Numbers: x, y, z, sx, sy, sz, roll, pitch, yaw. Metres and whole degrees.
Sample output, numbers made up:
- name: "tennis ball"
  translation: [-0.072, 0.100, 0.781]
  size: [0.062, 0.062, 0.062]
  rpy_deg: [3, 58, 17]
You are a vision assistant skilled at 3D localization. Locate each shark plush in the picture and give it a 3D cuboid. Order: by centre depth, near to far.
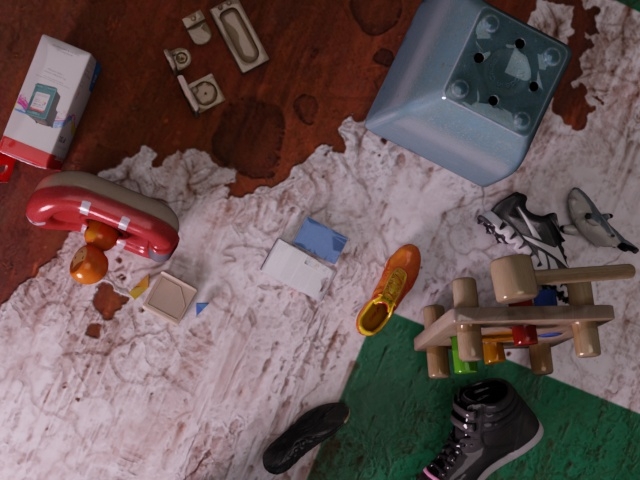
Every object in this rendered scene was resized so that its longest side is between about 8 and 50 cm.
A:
- name: "shark plush"
  translation: [0.497, -0.028, 1.442]
  size: [0.161, 0.073, 0.067]
  rpy_deg: [27, 59, -3]

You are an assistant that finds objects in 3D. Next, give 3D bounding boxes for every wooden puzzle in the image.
- name: "wooden puzzle"
  translation: [-0.249, 0.094, 1.367]
  size: [0.116, 0.014, 0.078]
  rpy_deg: [36, 92, -8]

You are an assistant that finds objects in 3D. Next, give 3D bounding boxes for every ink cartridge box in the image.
- name: "ink cartridge box"
  translation: [-0.419, -0.184, 1.269]
  size: [0.078, 0.134, 0.231]
  rpy_deg: [21, 90, -9]
- name: "ink cartridge box"
  translation: [-0.036, 0.049, 1.385]
  size: [0.115, 0.029, 0.063]
  rpy_deg: [29, 88, -9]

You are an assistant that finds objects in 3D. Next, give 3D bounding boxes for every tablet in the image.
- name: "tablet"
  translation: [0.000, 0.000, 1.398]
  size: [0.083, 0.006, 0.054]
  rpy_deg: [28, 89, -9]

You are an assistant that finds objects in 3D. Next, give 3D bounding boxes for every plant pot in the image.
- name: "plant pot"
  translation: [0.249, -0.243, 1.297]
  size: [0.247, 0.252, 0.248]
  rpy_deg: [25, 90, -9]

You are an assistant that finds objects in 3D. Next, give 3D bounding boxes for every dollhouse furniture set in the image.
- name: "dollhouse furniture set"
  translation: [-0.164, -0.296, 1.303]
  size: [0.151, 0.123, 0.144]
  rpy_deg: [-28, 96, -5]

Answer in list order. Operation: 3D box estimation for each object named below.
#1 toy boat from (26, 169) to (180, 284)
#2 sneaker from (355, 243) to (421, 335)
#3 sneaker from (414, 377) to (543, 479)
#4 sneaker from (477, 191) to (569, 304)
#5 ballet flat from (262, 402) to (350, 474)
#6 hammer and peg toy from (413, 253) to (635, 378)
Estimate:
- name: "toy boat"
  translation: [-0.340, -0.005, 1.270]
  size: [0.231, 0.151, 0.151]
  rpy_deg: [22, 70, -7]
- name: "sneaker"
  translation: [0.120, 0.086, 1.389]
  size: [0.064, 0.067, 0.175]
  rpy_deg: [29, 87, -6]
- name: "sneaker"
  translation: [0.226, 0.338, 1.382]
  size: [0.295, 0.104, 0.147]
  rpy_deg: [-34, 113, -11]
- name: "sneaker"
  translation: [0.382, 0.009, 1.414]
  size: [0.234, 0.078, 0.106]
  rpy_deg: [44, 89, -5]
- name: "ballet flat"
  translation: [-0.024, 0.330, 1.399]
  size: [0.173, 0.049, 0.057]
  rpy_deg: [-34, 54, -6]
- name: "hammer and peg toy"
  translation: [0.311, 0.129, 1.274]
  size: [0.266, 0.361, 0.127]
  rpy_deg: [0, 73, -9]
